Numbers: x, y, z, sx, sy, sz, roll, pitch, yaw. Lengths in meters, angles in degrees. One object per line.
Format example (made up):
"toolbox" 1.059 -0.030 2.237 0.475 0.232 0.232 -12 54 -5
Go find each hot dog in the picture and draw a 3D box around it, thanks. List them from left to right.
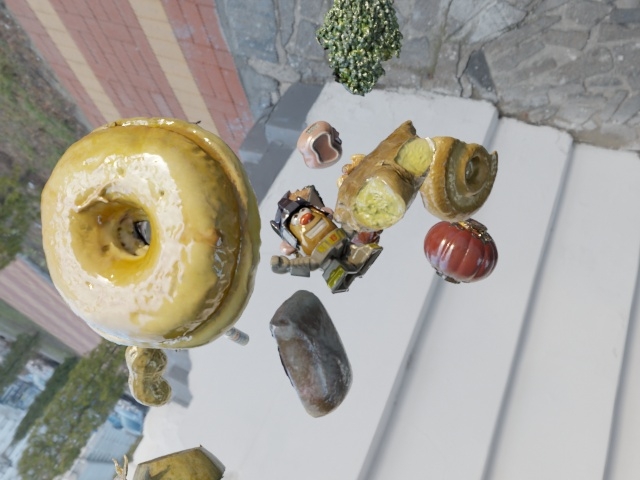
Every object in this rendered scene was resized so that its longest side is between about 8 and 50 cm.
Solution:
"hot dog" 0.160 -0.145 1.478 0.100 0.135 0.337 25 180 40

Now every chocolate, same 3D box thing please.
"chocolate" -0.004 0.268 1.199 0.100 0.185 0.304 -12 108 35

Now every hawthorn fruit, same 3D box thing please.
"hawthorn fruit" 0.161 -0.041 1.992 0.172 0.173 0.173 21 152 12

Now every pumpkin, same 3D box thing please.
"pumpkin" -0.310 0.487 1.031 0.110 0.217 0.217 61 154 10

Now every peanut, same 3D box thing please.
"peanut" -0.461 0.358 1.345 0.103 0.098 0.230 5 116 10

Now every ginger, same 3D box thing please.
"ginger" 0.133 -0.122 0.950 0.123 0.270 0.218 46 141 -6

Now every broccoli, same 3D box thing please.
"broccoli" 0.119 -0.556 1.414 0.247 0.288 0.245 30 -171 9

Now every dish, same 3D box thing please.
"dish" 0.011 -0.401 2.157 0.213 0.213 0.090 41 -175 -24

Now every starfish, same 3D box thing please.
"starfish" -0.367 0.447 0.938 0.086 0.092 0.016 17 -168 40

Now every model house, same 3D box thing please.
"model house" -0.082 -0.089 1.860 0.172 0.167 0.183 -5 147 26

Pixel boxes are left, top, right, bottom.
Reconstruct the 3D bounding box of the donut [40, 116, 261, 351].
"donut" -0.303 -0.008 0.898 0.448 0.450 0.198 18 -170 18

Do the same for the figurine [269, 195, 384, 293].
"figurine" -0.003 0.003 1.303 0.308 0.308 0.143 24 129 8

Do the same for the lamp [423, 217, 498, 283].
"lamp" 0.562 0.038 2.015 0.302 0.303 0.257 24 110 8

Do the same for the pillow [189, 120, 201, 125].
"pillow" -0.433 -0.301 1.520 0.185 0.118 0.043 -39 102 15

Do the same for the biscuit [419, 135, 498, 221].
"biscuit" 0.357 -0.150 1.283 0.274 0.214 0.091 -3 -164 -42

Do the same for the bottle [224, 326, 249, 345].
"bottle" -0.369 0.388 2.094 0.060 0.060 0.217 13 161 26
